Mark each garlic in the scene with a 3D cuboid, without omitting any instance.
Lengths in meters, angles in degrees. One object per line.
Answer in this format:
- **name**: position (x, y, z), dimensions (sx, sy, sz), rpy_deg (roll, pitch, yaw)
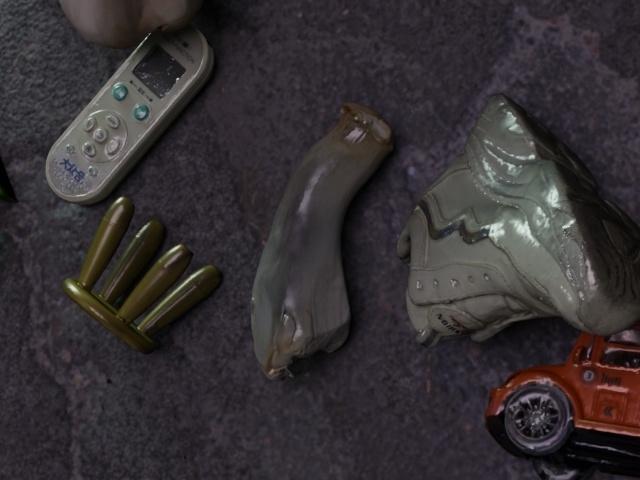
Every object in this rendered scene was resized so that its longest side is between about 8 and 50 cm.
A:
- **garlic**: position (-0.179, -0.309, 1.933), dimensions (0.184, 0.203, 0.281), rpy_deg (4, 57, 19)

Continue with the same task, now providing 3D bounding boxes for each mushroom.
- **mushroom**: position (-0.003, 0.000, 1.858), dimensions (0.096, 0.099, 0.278), rpy_deg (11, 78, 16)

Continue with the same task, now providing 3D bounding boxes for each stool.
- **stool**: position (-0.177, 0.037, 1.900), dimensions (0.135, 0.134, 0.110), rpy_deg (40, 87, -22)

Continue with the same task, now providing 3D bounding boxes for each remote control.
- **remote control**: position (-0.191, -0.127, 1.982), dimensions (0.078, 0.042, 0.221), rpy_deg (42, 92, 24)

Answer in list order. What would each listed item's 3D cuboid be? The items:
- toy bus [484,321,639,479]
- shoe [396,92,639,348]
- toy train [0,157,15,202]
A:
- **toy bus**: position (0.314, 0.148, 1.688), dimensions (0.329, 0.143, 0.153), rpy_deg (7, 70, 22)
- **shoe**: position (0.167, 0.026, 1.718), dimensions (0.210, 0.132, 0.342), rpy_deg (-50, 27, 13)
- **toy train**: position (-0.376, -0.122, 2.043), dimensions (0.042, 0.044, 0.209), rpy_deg (-28, 69, 11)
